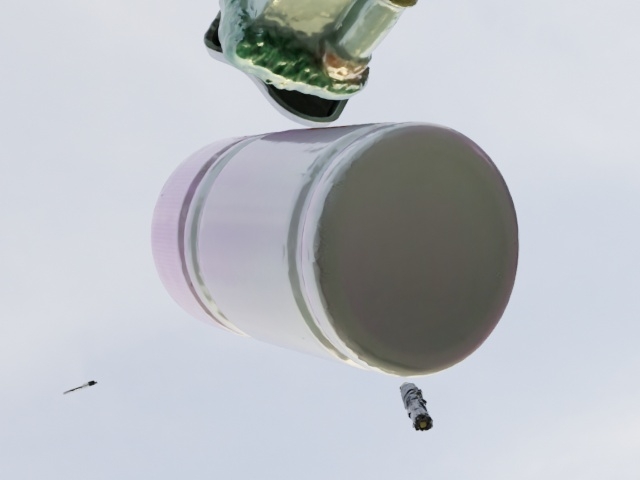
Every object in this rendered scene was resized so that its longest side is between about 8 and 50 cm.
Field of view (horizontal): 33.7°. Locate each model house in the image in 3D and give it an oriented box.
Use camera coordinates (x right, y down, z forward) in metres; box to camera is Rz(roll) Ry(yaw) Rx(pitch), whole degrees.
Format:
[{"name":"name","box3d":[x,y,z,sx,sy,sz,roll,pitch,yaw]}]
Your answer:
[{"name":"model house","box3d":[0.032,-0.360,1.188,0.194,0.325,0.267,14,-129,-26]}]

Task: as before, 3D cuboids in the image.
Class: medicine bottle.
[{"name":"medicine bottle","box3d":[0.000,0.000,0.931,0.202,0.316,0.202,-3,-85,-31]}]

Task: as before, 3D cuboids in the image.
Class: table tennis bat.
[{"name":"table tennis bat","box3d":[-0.338,0.209,1.503,0.050,0.083,0.007,-15,-96,-33]}]

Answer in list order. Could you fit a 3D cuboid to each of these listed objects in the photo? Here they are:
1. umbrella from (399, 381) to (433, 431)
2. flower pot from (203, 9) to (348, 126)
[{"name":"umbrella","box3d":[0.157,0.271,1.743,0.040,0.144,0.037,-22,-71,0]},{"name":"flower pot","box3d":[-0.060,-0.257,1.554,0.229,0.108,0.103,39,-91,-4]}]
